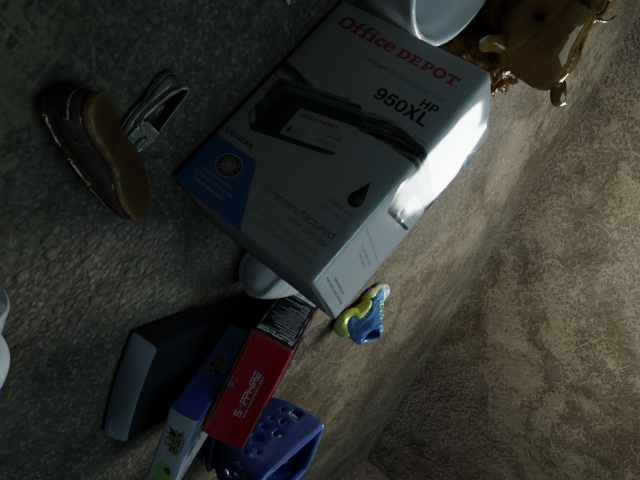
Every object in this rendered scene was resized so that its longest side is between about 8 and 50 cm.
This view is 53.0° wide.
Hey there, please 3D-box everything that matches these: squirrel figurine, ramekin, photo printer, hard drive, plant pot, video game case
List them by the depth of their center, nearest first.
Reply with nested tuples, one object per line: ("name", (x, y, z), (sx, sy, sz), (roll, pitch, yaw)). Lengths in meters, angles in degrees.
("ramekin", (0.176, -0.458, 0.994), (0.277, 0.135, 0.277), (-41, 153, -27))
("hard drive", (-0.300, 0.252, 1.186), (0.172, 0.054, 0.254), (-18, 139, -53))
("squirrel figurine", (0.375, -0.382, 1.202), (0.397, 0.281, 0.370), (-38, -153, 44))
("photo printer", (0.000, 0.000, 1.233), (0.256, 0.107, 0.307), (-14, 156, -47))
("video game case", (-0.241, 0.337, 1.286), (0.244, 0.061, 0.269), (-65, 176, 31))
("plant pot", (-0.156, 0.521, 1.620), (0.236, 0.212, 0.236), (-30, 147, -41))

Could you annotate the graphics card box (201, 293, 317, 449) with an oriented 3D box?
("graphics card box", (-0.101, 0.228, 1.311), (0.232, 0.094, 0.371), (-64, 178, 16))

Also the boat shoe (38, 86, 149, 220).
("boat shoe", (-0.263, -0.100, 0.765), (0.207, 0.073, 0.073), (84, 13, -52))

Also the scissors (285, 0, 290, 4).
("scissors", (-0.021, -0.440, 0.796), (0.109, 0.021, 0.297), (-46, 154, -22))

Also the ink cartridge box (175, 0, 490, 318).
("ink cartridge box", (0.028, -0.132, 0.978), (0.395, 0.285, 0.166), (-49, 155, -11))

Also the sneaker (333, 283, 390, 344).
("sneaker", (0.153, 0.228, 1.892), (0.240, 0.126, 0.091), (-37, 152, -32))

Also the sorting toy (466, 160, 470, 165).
("sorting toy", (0.319, -0.237, 1.670), (0.348, 0.047, 0.196), (-25, 139, -48))

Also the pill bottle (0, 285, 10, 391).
("pill bottle", (-0.435, 0.167, 0.702), (0.152, 0.152, 0.272), (-6, 129, -59))

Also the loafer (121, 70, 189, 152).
("loafer", (-0.213, -0.154, 0.811), (0.125, 0.039, 0.045), (-55, 156, 4))
